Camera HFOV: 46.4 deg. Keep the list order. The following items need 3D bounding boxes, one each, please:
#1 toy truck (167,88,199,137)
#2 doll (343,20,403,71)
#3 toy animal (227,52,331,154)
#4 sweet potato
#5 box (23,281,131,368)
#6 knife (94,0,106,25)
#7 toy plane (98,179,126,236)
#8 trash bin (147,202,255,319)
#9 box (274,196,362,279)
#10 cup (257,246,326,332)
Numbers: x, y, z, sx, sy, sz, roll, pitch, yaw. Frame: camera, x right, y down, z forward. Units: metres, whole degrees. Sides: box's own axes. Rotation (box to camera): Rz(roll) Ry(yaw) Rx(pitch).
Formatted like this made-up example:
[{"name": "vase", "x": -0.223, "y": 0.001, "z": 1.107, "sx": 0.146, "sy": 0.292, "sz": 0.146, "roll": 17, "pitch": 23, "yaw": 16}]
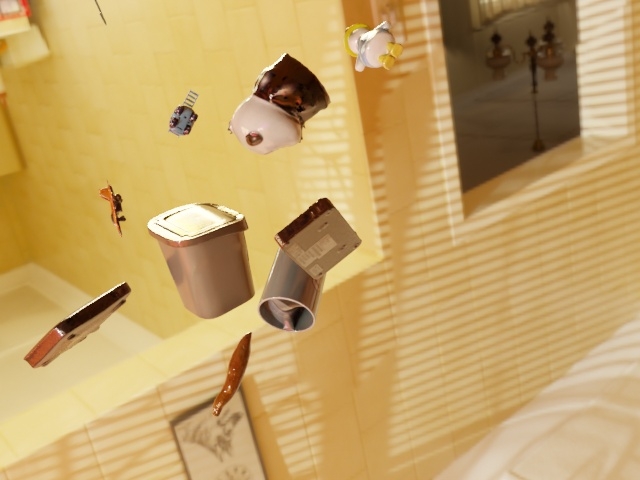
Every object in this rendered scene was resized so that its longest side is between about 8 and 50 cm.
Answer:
[{"name": "toy truck", "x": -0.360, "y": -0.343, "z": 1.998, "sx": 0.136, "sy": 0.063, "sz": 0.074, "roll": -64, "pitch": -158, "yaw": -8}, {"name": "doll", "x": 0.134, "y": -0.533, "z": 2.033, "sx": 0.099, "sy": 0.135, "sz": 0.241, "roll": -5, "pitch": -155, "yaw": -19}, {"name": "toy animal", "x": -0.150, "y": -0.425, "z": 2.433, "sx": 0.310, "sy": 0.251, "sz": 0.251, "roll": -49, "pitch": -150, "yaw": -8}, {"name": "sweet potato", "x": -0.250, "y": 0.391, "z": 2.182, "sx": 0.057, "sy": 0.264, "sz": 0.057, "roll": 19, "pitch": 171, "yaw": 3}, {"name": "box", "x": -0.723, "y": 0.253, "z": 2.243, "sx": 0.289, "sy": 0.073, "sz": 0.290, "roll": -38, "pitch": -179, "yaw": 39}, {"name": "knife", "x": -0.675, "y": -0.699, "z": 2.292, "sx": 0.005, "sy": 0.091, "sz": 0.014, "roll": 0, "pitch": -129, "yaw": 13}, {"name": "toy plane", "x": -0.657, "y": -0.102, "z": 2.411, "sx": 0.062, "sy": 0.188, "sz": 0.135, "roll": -25, "pitch": 169, "yaw": -14}, {"name": "trash bin", "x": -0.293, "y": 0.050, "z": 1.929, "sx": 0.219, "sy": 0.250, "sz": 0.220, "roll": -27, "pitch": -149, "yaw": -28}, {"name": "box", "x": 0.000, "y": 0.000, "z": 2.366, "sx": 0.211, "sy": 0.350, "sz": 0.058, "roll": -38, "pitch": -117, "yaw": 3}, {"name": "cup", "x": -0.088, "y": 0.146, "z": 2.652, "sx": 0.206, "sy": 0.205, "sz": 0.312, "roll": -3, "pitch": -132, "yaw": 21}]
